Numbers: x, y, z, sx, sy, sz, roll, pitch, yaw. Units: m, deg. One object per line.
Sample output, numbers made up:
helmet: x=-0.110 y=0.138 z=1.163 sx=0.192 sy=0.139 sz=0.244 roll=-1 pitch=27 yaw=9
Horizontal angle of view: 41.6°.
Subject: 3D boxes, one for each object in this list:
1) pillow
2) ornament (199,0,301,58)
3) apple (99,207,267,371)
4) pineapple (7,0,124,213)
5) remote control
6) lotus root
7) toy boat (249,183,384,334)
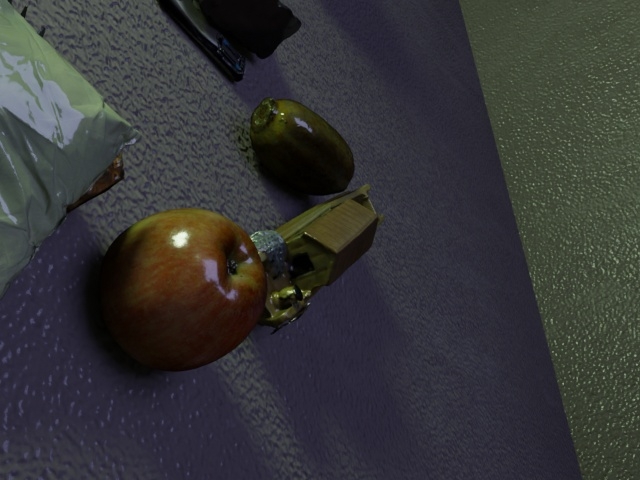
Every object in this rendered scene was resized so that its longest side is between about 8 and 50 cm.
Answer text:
pillow: x=-0.339 y=-0.104 z=0.781 sx=0.274 sy=0.076 sz=0.281 roll=47 pitch=57 yaw=-24
ornament: x=-0.165 y=-0.477 z=1.471 sx=0.251 sy=0.106 sz=0.260 roll=31 pitch=29 yaw=-59
apple: x=-0.159 y=0.055 z=0.991 sx=0.188 sy=0.173 sz=0.188 roll=42 pitch=35 yaw=-38
pineapple: x=-0.328 y=-0.161 z=0.916 sx=0.130 sy=0.119 sz=0.277 roll=-32 pitch=101 yaw=-18
remote control: x=-0.193 y=-0.346 z=1.385 sx=0.212 sy=0.028 sz=0.059 roll=44 pitch=36 yaw=-39
lotus root: x=-0.028 y=-0.155 z=1.440 sx=0.241 sy=0.124 sz=0.123 roll=31 pitch=27 yaw=-51
toy boat: x=0.000 y=0.000 z=1.340 sx=0.136 sy=0.162 sz=0.445 roll=63 pitch=27 yaw=-6
